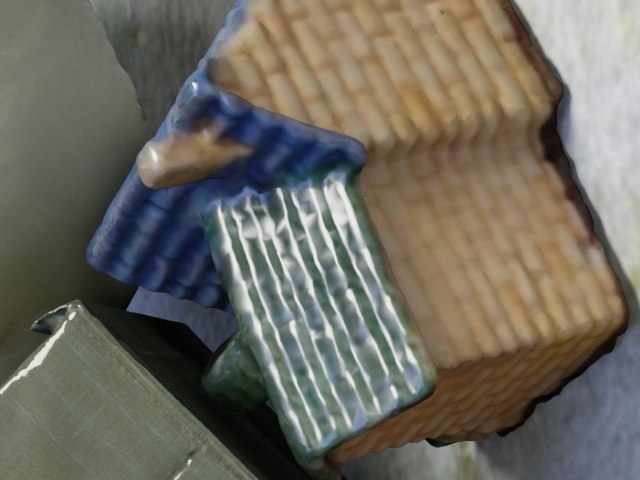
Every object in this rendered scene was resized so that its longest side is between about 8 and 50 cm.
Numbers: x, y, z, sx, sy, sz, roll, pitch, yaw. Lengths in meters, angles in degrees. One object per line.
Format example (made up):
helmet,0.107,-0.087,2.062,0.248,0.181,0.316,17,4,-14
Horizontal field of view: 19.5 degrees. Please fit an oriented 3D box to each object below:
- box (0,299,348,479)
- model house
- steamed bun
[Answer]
box,-0.080,0.129,0.791,0.155,0.149,0.231,43,180,6
model house,0.000,0.000,0.750,0.166,0.172,0.183,-50,61,48
steamed bun,-0.230,-0.045,0.860,0.324,0.206,0.324,41,156,22
